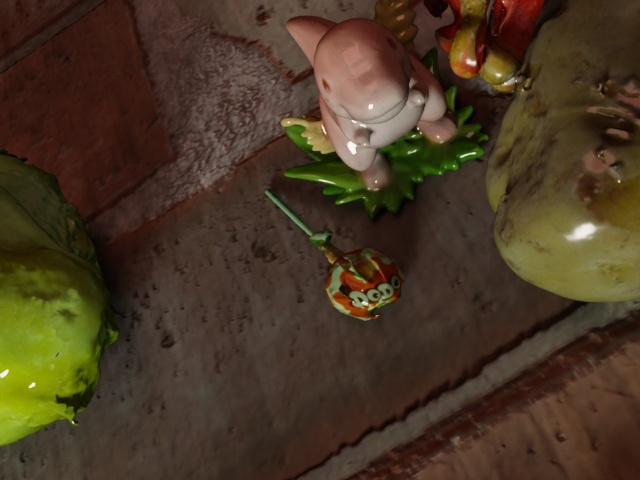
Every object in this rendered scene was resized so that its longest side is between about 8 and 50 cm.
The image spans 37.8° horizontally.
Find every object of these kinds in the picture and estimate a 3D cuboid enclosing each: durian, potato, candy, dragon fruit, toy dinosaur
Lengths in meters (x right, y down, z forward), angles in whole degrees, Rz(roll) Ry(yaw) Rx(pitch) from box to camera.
[{"bbox_3d":[-0.311,0.041,0.756,0.256,0.204,0.339,-33,48,-8],"label":"durian"},{"bbox_3d":[0.196,-0.082,0.568,0.165,0.165,0.262,18,74,38],"label":"potato"},{"bbox_3d":[0.000,0.000,0.709,0.056,0.049,0.185,-20,37,-21],"label":"candy"},{"bbox_3d":[0.133,-0.193,0.681,0.150,0.133,0.207,8,59,8],"label":"dragon fruit"},{"bbox_3d":[0.019,-0.103,0.668,0.152,0.177,0.194,-27,47,11],"label":"toy dinosaur"}]
